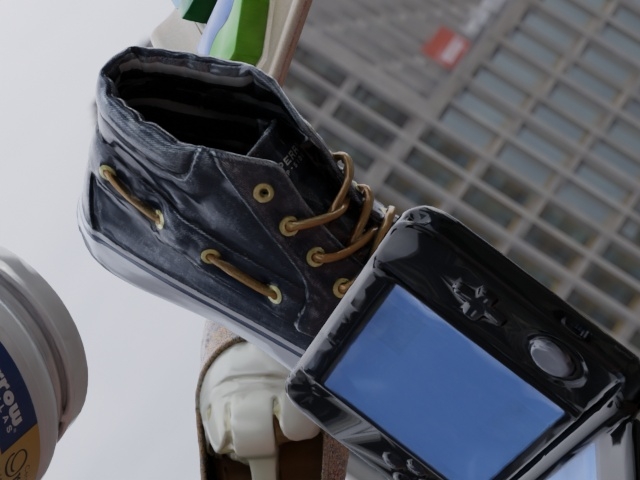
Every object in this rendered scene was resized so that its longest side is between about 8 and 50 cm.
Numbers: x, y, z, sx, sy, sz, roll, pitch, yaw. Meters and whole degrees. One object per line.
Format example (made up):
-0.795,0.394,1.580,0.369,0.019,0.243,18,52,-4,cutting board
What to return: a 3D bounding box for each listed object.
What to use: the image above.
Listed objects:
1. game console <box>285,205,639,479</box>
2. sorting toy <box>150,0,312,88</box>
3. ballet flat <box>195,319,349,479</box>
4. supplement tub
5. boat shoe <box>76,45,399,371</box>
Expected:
0.032,0.067,0.464,0.071,0.107,0.122,-51,-3,-30,game console
-0.042,-0.171,1.051,0.208,0.038,0.193,-65,27,22,sorting toy
-0.033,0.163,1.224,0.106,0.107,0.316,35,-129,-79,ballet flat
-0.337,0.147,1.361,0.316,0.228,0.228,-44,-19,-51,supplement tub
0.000,0.000,0.630,0.083,0.183,0.065,101,-166,-50,boat shoe
